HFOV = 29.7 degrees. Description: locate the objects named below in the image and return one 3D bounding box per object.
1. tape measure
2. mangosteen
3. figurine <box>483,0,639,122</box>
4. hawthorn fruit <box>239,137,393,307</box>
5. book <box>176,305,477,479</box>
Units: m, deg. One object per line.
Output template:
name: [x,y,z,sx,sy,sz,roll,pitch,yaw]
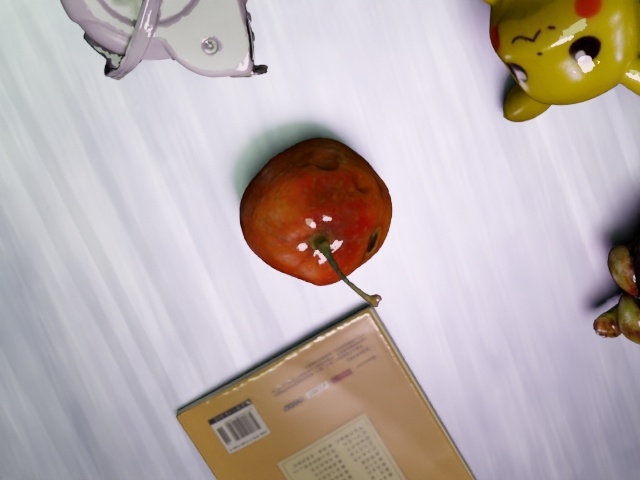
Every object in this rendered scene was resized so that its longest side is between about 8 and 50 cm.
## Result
tape measure: [-0.168,-0.271,1.217,0.197,0.120,0.236,-9,102,-1]
mangosteen: [0.410,0.049,1.333,0.230,0.194,0.194,-33,108,32]
figurine: [0.230,-0.257,1.216,0.218,0.169,0.327,-10,96,42]
hawthorn fruit: [0.000,0.000,1.219,0.165,0.285,0.165,-1,116,-3]
book: [0.039,0.295,1.436,0.269,0.032,0.389,-28,106,5]
